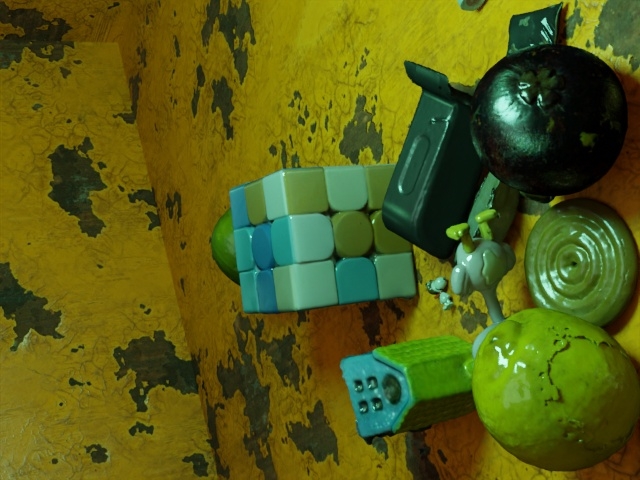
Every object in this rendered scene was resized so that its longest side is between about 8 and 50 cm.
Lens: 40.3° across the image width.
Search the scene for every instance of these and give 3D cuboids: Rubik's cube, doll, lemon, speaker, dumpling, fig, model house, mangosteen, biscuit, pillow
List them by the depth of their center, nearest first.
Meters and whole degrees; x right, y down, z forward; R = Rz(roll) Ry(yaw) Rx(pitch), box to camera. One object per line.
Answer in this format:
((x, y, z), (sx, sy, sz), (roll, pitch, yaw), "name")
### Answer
((0.403, -0.204, 1.547), (0.288, 0.288, 0.287), (17, 110, 60), "mangosteen")
((0.415, 0.266, 1.556), (0.297, 0.297, 0.296), (17, 110, 60), "lemon")
((0.478, 0.047, 1.640), (0.262, 0.037, 0.261), (4, 95, 55), "biscuit")
((0.412, -0.407, 1.696), (0.150, 0.048, 0.090), (9, 105, 63), "pillow")
((0.345, 0.125, 1.735), (0.094, 0.160, 0.365), (-1, 112, 62), "doll")
((0.361, -0.057, 1.813), (0.166, 0.086, 0.332), (-79, 4, -56), "dumpling")
((0.226, -0.169, 1.870), (0.180, 0.184, 0.388), (34, 113, 46), "speaker")
((0.226, 0.321, 1.976), (0.303, 0.237, 0.215), (-35, 66, 56), "model house")
((0.281, 0.125, 2.043), (0.058, 0.040, 0.085), (-34, 64, 47), "doll")
((0.000, 0.000, 2.215), (0.347, 0.347, 0.344), (-12, 83, 61), "Rubik's cube")
((-0.160, 0.024, 2.599), (0.316, 0.316, 0.315), (17, 110, 60), "fig")

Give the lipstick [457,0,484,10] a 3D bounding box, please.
((0.301, -0.581, 1.868), (0.063, 0.057, 0.186), (125, 137, -50), "lipstick")
